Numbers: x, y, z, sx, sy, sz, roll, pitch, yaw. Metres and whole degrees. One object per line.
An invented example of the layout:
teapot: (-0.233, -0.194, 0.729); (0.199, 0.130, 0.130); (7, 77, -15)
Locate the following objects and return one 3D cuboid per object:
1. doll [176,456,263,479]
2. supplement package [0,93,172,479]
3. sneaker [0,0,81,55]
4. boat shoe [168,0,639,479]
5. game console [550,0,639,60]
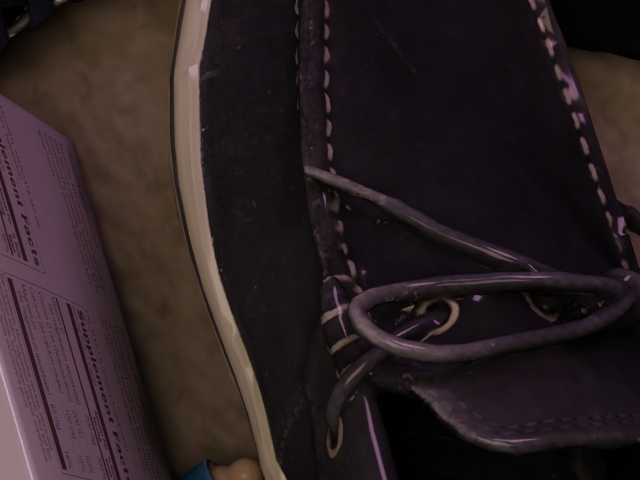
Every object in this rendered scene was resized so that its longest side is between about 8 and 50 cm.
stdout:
doll: (-0.030, 0.153, 0.734); (0.189, 0.046, 0.129); (12, 90, 11)
supplement package: (-0.176, 0.094, 0.687); (0.204, 0.145, 0.261); (-23, 71, 11)
sneaker: (-0.109, -0.133, 0.724); (0.131, 0.112, 0.319); (38, 97, 13)
boat shoe: (0.062, 0.056, 0.606); (0.156, 0.187, 0.500); (-30, 59, 49)
game console: (0.154, -0.125, 0.722); (0.107, 0.071, 0.122); (14, 93, -19)
